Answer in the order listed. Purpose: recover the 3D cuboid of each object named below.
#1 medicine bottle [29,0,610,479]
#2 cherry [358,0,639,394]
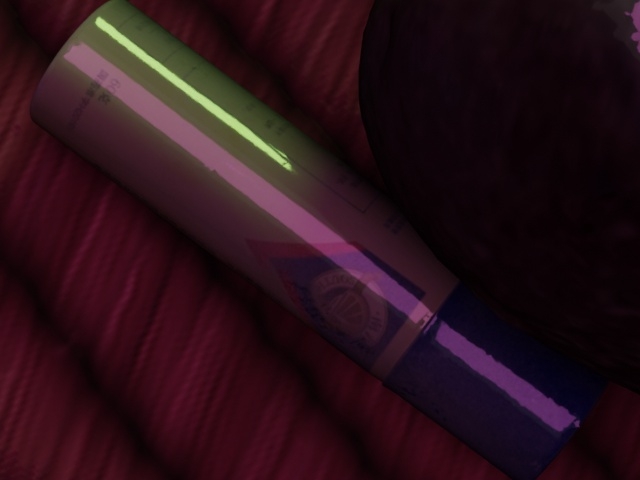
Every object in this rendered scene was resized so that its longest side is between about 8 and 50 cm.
[{"bbox_3d":[0.000,0.000,0.729,0.231,0.059,0.059,37,87,4],"label":"medicine bottle"},{"bbox_3d":[0.114,-0.049,0.655,0.183,0.213,0.266,-44,99,0],"label":"cherry"}]
